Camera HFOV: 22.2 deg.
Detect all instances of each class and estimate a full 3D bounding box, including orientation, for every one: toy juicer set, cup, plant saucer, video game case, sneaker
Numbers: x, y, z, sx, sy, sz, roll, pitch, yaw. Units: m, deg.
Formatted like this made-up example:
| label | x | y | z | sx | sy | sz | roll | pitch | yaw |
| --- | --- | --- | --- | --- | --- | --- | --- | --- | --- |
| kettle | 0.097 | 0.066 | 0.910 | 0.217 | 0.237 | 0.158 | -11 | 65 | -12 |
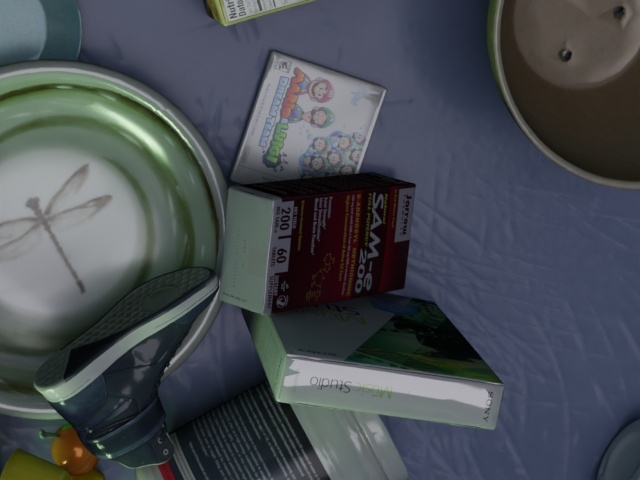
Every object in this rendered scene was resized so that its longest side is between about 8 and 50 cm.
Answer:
| label | x | y | z | sx | sy | sz | roll | pitch | yaw |
| --- | --- | --- | --- | --- | --- | --- | --- | --- | --- |
| toy juicer set | -0.315 | 0.348 | 1.842 | 0.089 | 0.209 | 0.329 | 13 | 115 | 9 |
| cup | 0.320 | -0.239 | 1.795 | 0.331 | 0.237 | 0.331 | -2 | 102 | -9 |
| plant saucer | -0.359 | -0.231 | 1.784 | 0.194 | 0.037 | 0.195 | -2 | 101 | -9 |
| video game case | -0.014 | -0.122 | 1.874 | 0.143 | 0.019 | 0.157 | 17 | 98 | -13 |
| plant saucer | -0.297 | -0.005 | 1.802 | 0.400 | 0.100 | 0.401 | -3 | 104 | -12 |
| sneaker | -0.178 | 0.144 | 1.775 | 0.226 | 0.086 | 0.163 | -37 | 119 | -11 |

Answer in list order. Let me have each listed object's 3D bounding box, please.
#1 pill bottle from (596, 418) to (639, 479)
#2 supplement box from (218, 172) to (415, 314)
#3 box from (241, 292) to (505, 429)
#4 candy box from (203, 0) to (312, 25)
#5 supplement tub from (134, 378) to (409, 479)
| label | x | y | z | sx | sy | sz | roll | pitch | yaw |
| --- | --- | --- | --- | --- | --- | --- | --- | --- | --- |
| pill bottle | 0.458 | 0.318 | 1.989 | 0.221 | 0.124 | 0.124 | 30 | 95 | -14 |
| supplement box | 0.000 | 0.000 | 1.807 | 0.239 | 0.073 | 0.130 | -9 | 109 | -48 |
| box | 0.047 | 0.115 | 1.777 | 0.232 | 0.322 | 0.059 | 9 | 103 | -12 |
| candy box | 0.026 | -0.317 | 1.757 | 0.316 | 0.183 | 0.088 | -17 | 103 | -6 |
| supplement tub | -0.056 | 0.262 | 1.857 | 0.272 | 0.191 | 0.191 | -28 | 104 | -3 |
